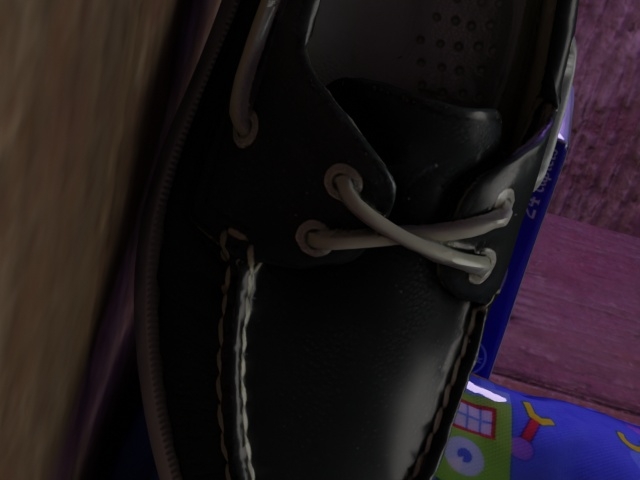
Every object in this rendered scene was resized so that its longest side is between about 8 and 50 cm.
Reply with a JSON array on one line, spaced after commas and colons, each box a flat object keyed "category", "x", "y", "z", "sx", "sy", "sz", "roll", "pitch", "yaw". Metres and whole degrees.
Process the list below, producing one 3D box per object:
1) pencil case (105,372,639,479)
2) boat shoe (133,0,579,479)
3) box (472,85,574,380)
[{"category": "pencil case", "x": 0.069, "y": 0.108, "z": 0.570, "sx": 0.119, "sy": 0.306, "sz": 0.133, "roll": 125, "pitch": -24, "yaw": -50}, {"category": "boat shoe", "x": 0.017, "y": -0.039, "z": 0.435, "sx": 0.091, "sy": 0.114, "sz": 0.302, "roll": -178, "pitch": -86, "yaw": -65}, {"category": "box", "x": 0.026, "y": -0.020, "z": 0.633, "sx": 0.072, "sy": 0.137, "sz": 0.126, "roll": -69, "pitch": 174, "yaw": -61}]
